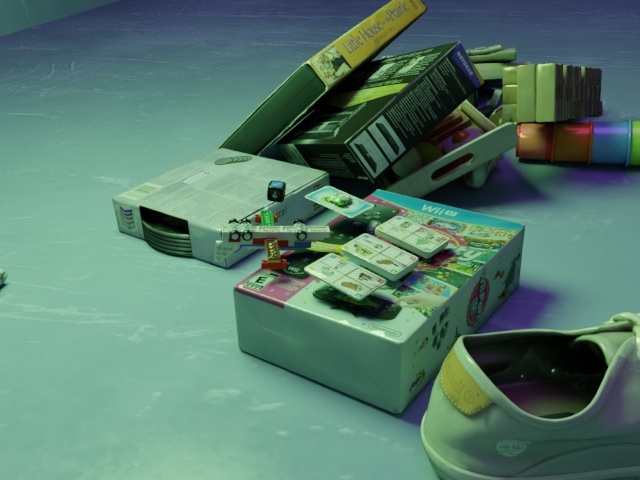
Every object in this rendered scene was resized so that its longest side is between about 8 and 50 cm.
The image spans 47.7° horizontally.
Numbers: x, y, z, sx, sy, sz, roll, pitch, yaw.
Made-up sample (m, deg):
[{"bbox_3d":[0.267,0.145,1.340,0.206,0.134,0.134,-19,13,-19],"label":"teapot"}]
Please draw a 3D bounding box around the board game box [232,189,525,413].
[{"bbox_3d":[0.079,0.053,0.869,0.224,0.098,0.303,16,32,32],"label":"board game box"}]

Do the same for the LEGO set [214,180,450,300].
[{"bbox_3d":[0.000,0.000,0.851,0.244,0.060,0.182,26,35,31],"label":"LEGO set"}]

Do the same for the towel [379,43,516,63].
[{"bbox_3d":[0.309,-0.448,1.767,0.324,0.056,0.312,-1,11,10],"label":"towel"}]

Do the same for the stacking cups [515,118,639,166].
[{"bbox_3d":[0.504,-0.165,1.264,0.316,0.096,0.096,1,27,16],"label":"stacking cups"}]

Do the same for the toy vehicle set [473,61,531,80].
[{"bbox_3d":[0.331,-0.387,1.682,0.266,0.035,0.166,-9,12,-25],"label":"toy vehicle set"}]

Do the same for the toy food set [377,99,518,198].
[{"bbox_3d":[0.176,-0.182,1.228,0.219,0.092,0.306,-29,28,6],"label":"toy food set"}]

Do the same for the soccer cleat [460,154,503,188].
[{"bbox_3d":[0.282,-0.144,1.263,0.076,0.068,0.196,4,25,7],"label":"soccer cleat"}]

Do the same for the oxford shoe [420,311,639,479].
[{"bbox_3d":[0.312,0.127,0.665,0.449,0.130,0.169,-6,26,-9],"label":"oxford shoe"}]

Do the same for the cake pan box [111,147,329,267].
[{"bbox_3d":[-0.156,-0.062,1.150,0.245,0.070,0.267,14,32,34],"label":"cake pan box"}]

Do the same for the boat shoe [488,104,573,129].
[{"bbox_3d":[0.429,-0.267,1.456,0.257,0.095,0.095,-25,28,-35],"label":"boat shoe"}]

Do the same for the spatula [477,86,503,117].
[{"bbox_3d":[0.382,-0.307,1.604,0.084,0.030,0.296,12,30,22],"label":"spatula"}]

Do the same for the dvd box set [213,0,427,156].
[{"bbox_3d":[0.006,-0.304,1.367,0.307,0.062,0.420,-35,9,43],"label":"dvd box set"}]

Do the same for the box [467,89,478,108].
[{"bbox_3d":[0.313,-0.312,1.598,0.062,0.052,0.083,5,27,17],"label":"box"}]

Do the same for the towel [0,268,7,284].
[{"bbox_3d":[-0.590,0.053,0.917,0.283,0.121,0.235,3,29,12],"label":"towel"}]

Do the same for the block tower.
[{"bbox_3d":[0.407,-0.255,1.253,0.091,0.097,0.335,5,11,32],"label":"block tower"}]

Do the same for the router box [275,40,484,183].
[{"bbox_3d":[0.083,-0.206,1.191,0.243,0.081,0.309,-43,20,-12],"label":"router box"}]
